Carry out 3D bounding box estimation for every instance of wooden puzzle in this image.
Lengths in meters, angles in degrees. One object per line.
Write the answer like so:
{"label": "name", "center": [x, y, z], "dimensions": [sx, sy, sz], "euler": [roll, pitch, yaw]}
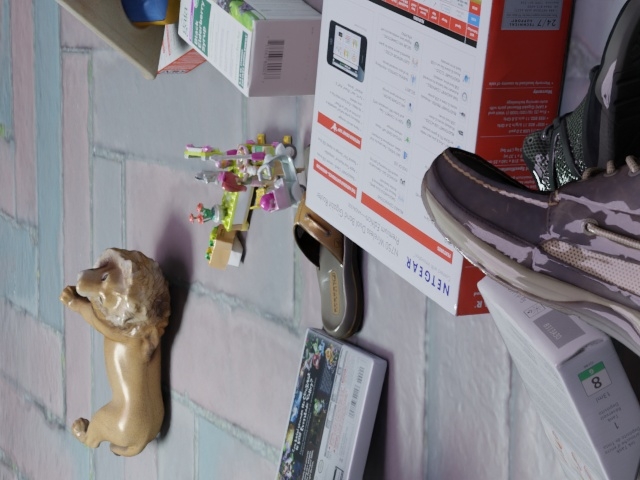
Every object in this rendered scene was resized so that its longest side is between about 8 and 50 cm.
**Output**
{"label": "wooden puzzle", "center": [-0.229, -0.402, 2.008], "dimensions": [0.348, 0.081, 0.322], "euler": [44, -130, -65]}

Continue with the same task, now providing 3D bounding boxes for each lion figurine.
{"label": "lion figurine", "center": [-0.281, 0.179, 2.408], "dimensions": [0.240, 0.142, 0.392], "euler": [25, 130, 54]}

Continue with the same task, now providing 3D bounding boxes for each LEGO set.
{"label": "LEGO set", "center": [-0.118, -0.059, 2.017], "dimensions": [0.287, 0.107, 0.132], "euler": [142, 121, -61]}

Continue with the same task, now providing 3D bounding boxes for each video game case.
{"label": "video game case", "center": [0.009, 0.205, 1.834], "dimensions": [0.173, 0.022, 0.190], "euler": [20, 99, 63]}

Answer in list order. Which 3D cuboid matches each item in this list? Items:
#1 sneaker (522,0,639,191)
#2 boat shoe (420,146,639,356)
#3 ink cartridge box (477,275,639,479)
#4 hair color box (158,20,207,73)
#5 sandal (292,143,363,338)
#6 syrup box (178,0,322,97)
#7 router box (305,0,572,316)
{"label": "sneaker", "center": [0.220, -0.099, 1.302], "dimensions": [0.130, 0.087, 0.227], "euler": [40, 134, 49]}
{"label": "boat shoe", "center": [0.233, 0.006, 1.194], "dimensions": [0.355, 0.132, 0.130], "euler": [32, 104, 30]}
{"label": "ink cartridge box", "center": [0.214, 0.140, 1.324], "dimensions": [0.224, 0.056, 0.181], "euler": [61, 177, -24]}
{"label": "hair color box", "center": [-0.175, -0.281, 2.176], "dimensions": [0.167, 0.053, 0.093], "euler": [-15, 79, 63]}
{"label": "sandal", "center": [0.000, 0.000, 1.823], "dimensions": [0.090, 0.060, 0.219], "euler": [177, 89, -65]}
{"label": "syrup box", "center": [-0.084, -0.250, 1.931], "dimensions": [0.237, 0.096, 0.093], "euler": [-136, 47, -54]}
{"label": "router box", "center": [0.098, -0.127, 1.567], "dimensions": [0.335, 0.082, 0.301], "euler": [-141, 52, -58]}
